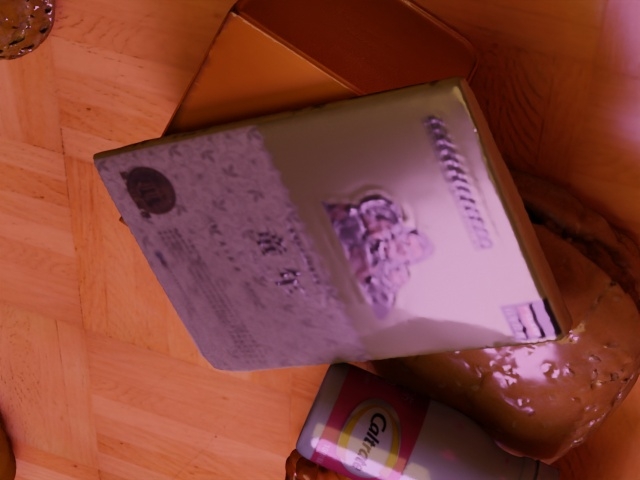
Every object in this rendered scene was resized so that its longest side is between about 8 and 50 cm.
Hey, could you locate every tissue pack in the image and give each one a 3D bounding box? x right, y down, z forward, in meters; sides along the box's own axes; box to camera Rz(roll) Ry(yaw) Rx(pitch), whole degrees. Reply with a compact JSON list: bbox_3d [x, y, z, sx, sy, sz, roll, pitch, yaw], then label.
[{"bbox_3d":[-0.018,-0.084,1.199,0.194,0.145,0.274,35,136,-2],"label":"tissue pack"}]

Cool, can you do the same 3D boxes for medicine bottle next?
[{"bbox_3d":[0.093,0.183,1.219,0.216,0.090,0.090,23,135,2],"label":"medicine bottle"}]

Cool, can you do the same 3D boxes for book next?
[{"bbox_3d":[0.000,0.000,1.141,0.352,0.035,0.239,-8,122,33],"label":"book"}]

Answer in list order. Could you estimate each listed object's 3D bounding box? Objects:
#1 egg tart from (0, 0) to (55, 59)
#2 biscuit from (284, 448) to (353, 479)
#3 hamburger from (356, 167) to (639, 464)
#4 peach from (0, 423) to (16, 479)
[{"bbox_3d":[-0.325,-0.233,1.280,0.191,0.074,0.191,14,135,14],"label":"egg tart"},{"bbox_3d":[0.112,0.276,1.403,0.312,0.110,0.318,29,169,2],"label":"biscuit"},{"bbox_3d":[0.151,0.079,1.257,0.259,0.144,0.283,22,141,5],"label":"hamburger"},{"bbox_3d":[-0.499,0.259,1.760,0.251,0.153,0.251,4,135,4],"label":"peach"}]
